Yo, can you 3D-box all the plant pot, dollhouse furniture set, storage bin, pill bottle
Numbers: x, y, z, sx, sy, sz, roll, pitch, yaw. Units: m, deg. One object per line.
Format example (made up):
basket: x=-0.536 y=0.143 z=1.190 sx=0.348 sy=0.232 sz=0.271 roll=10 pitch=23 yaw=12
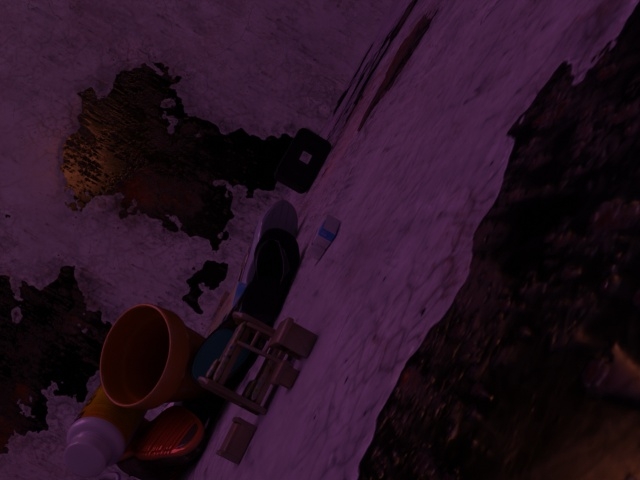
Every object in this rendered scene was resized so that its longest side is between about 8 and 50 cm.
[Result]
plant pot: x=-0.312 y=0.250 z=1.459 sx=0.205 sy=0.188 sz=0.205 roll=-14 pitch=65 yaw=32
dollhouse furniture set: x=-0.104 y=0.189 z=0.936 sx=0.182 sy=0.101 sz=0.161 roll=-63 pitch=8 yaw=-20
storage bin: x=-0.058 y=-0.257 z=2.301 sx=0.180 sy=0.122 sz=0.084 roll=-62 pitch=7 yaw=-10
pill bottle: x=-0.433 y=0.374 z=1.436 sx=0.117 sy=0.117 sz=0.215 roll=-58 pitch=6 yaw=23

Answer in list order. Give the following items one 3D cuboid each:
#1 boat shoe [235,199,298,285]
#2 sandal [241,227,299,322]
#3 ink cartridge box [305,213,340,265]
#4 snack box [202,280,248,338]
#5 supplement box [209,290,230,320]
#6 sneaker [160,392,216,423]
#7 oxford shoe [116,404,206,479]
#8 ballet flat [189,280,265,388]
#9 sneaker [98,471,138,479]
boat shoe: x=-0.150 y=0.024 z=1.836 sx=0.094 sy=0.109 sz=0.302 roll=-24 pitch=36 yaw=48
sandal: x=-0.098 y=0.057 z=1.446 sx=0.255 sy=0.097 sz=0.055 roll=-83 pitch=-12 yaw=-48
ink cartridge box: x=0.000 y=0.000 z=1.249 sx=0.083 sy=0.028 sz=0.048 roll=-56 pitch=8 yaw=35
snack box: x=-0.250 y=0.264 z=1.741 sx=0.322 sy=0.060 sz=0.187 roll=-54 pitch=20 yaw=43
supplement box: x=-0.255 y=0.189 z=1.937 sx=0.036 sy=0.062 sz=0.098 roll=-54 pitch=11 yaw=35
sneaker: x=-0.280 y=0.361 z=1.590 sx=0.272 sy=0.100 sz=0.108 roll=-61 pitch=21 yaw=20
oxford shoe: x=-0.320 y=0.437 z=1.477 sx=0.363 sy=0.133 sz=0.130 roll=-21 pitch=22 yaw=51
ballet flat: x=-0.167 y=0.198 z=1.446 sx=0.280 sy=0.095 sz=0.096 roll=-53 pitch=-8 yaw=-32
sneaker: x=-0.390 y=0.525 z=1.392 sx=0.282 sy=0.161 sz=0.102 roll=-55 pitch=10 yaw=44
